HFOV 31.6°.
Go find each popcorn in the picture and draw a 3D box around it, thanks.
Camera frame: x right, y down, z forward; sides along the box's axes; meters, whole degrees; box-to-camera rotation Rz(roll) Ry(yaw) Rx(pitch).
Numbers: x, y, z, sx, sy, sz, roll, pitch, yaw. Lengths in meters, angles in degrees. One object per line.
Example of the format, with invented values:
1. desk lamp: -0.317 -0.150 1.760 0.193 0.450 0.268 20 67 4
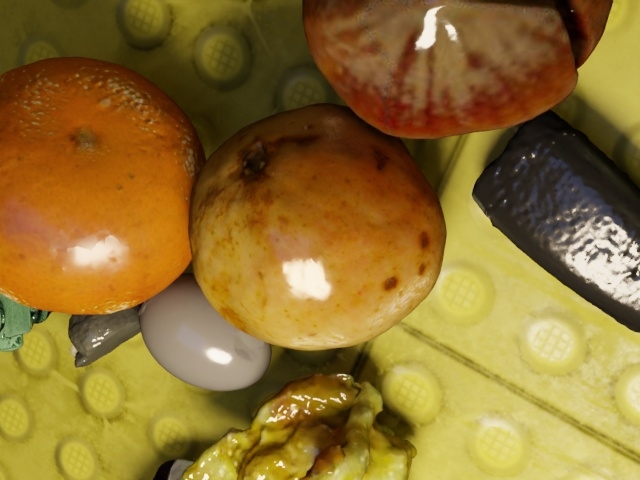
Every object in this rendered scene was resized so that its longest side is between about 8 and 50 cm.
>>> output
1. popcorn: -0.013 0.380 1.785 0.321 0.290 0.325 -19 64 38

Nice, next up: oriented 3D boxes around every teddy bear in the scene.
1. teddy bear: -0.383 0.077 1.975 0.171 0.144 0.251 -18 77 -7

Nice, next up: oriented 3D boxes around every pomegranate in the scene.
1. pomegranate: 0.000 0.000 1.670 0.410 0.410 0.410 6 105 23

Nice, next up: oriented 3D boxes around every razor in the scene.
1. razor: 0.382 -0.025 1.610 0.327 0.107 0.189 41 116 10

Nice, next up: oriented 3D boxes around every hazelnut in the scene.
1. hazelnut: 0.178 -0.304 1.500 0.409 0.359 0.359 -7 99 22

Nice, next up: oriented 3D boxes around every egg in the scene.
1. egg: -0.187 0.155 1.869 0.232 0.176 0.176 35 114 14

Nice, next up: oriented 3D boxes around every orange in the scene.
1. orange: -0.381 -0.079 1.784 0.424 0.424 0.326 38 150 12

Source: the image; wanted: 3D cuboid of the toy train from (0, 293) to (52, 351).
1. toy train: -0.611 0.017 2.051 0.237 0.150 0.368 11 107 30

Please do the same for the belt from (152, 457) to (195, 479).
1. belt: -0.175 0.469 1.952 0.289 0.164 0.184 2 129 25
